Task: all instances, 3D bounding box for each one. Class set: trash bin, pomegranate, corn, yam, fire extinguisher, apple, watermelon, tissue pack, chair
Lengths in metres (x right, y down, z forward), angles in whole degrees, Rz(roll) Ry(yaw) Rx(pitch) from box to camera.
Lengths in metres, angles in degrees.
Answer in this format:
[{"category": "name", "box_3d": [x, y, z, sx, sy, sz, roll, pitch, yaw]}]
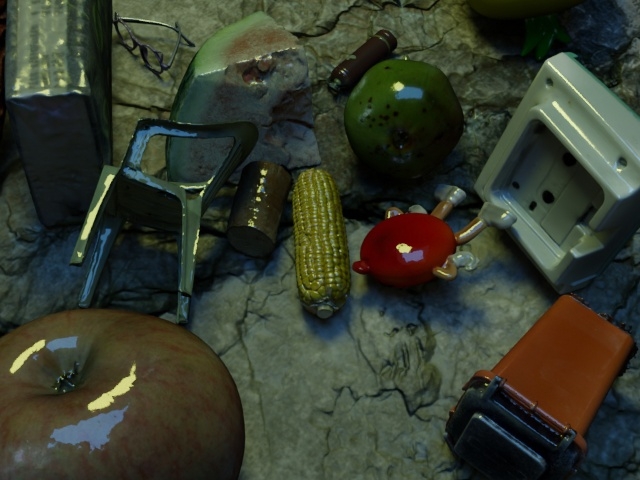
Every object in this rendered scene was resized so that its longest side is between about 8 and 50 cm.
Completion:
[{"category": "trash bin", "box_3d": [0.283, 0.184, 1.132, 0.161, 0.184, 0.239, 35, 56, 17]}, {"category": "pomegranate", "box_3d": [0.129, -0.199, 1.376, 0.182, 0.181, 0.224, 14, 38, 5]}, {"category": "corn", "box_3d": [0.000, 0.000, 1.283, 0.080, 0.080, 0.238, -1, 58, -5]}, {"category": "yam", "box_3d": [-0.089, -0.048, 1.306, 0.084, 0.084, 0.127, 12, 56, 4]}, {"category": "fire extinguisher", "box_3d": [0.062, -0.290, 1.496, 0.064, 0.043, 0.158, 18, 52, 43]}, {"category": "apple", "box_3d": [-0.254, 0.216, 1.013, 0.345, 0.269, 0.344, 1, 57, -2]}, {"category": "watermelon", "box_3d": [-0.117, -0.212, 1.392, 0.232, 0.193, 0.310, 13, 42, 27]}, {"category": "tissue pack", "box_3d": [-0.363, -0.257, 1.299, 0.124, 0.288, 0.394, -4, 58, -8]}, {"category": "chair", "box_3d": [-0.203, -0.041, 1.219, 0.191, 0.203, 0.274, 13, 69, -6]}]

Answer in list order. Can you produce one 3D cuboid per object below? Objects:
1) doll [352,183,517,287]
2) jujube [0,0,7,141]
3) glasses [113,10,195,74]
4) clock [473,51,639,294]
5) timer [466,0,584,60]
[{"category": "doll", "box_3d": [0.146, 0.005, 1.276, 0.217, 0.085, 0.183, -33, 39, -21]}, {"category": "jujube", "box_3d": [-0.530, -0.247, 1.259, 0.216, 0.216, 0.342, 17, 100, 7]}, {"category": "glasses", "box_3d": [-0.260, -0.340, 1.494, 0.104, 0.062, 0.140, -36, 67, -25]}, {"category": "clock", "box_3d": [0.327, -0.083, 1.243, 0.116, 0.262, 0.231, -19, 59, -34]}, {"category": "timer", "box_3d": [0.359, -0.437, 1.522, 0.285, 0.285, 0.285, 2, 57, -3]}]
